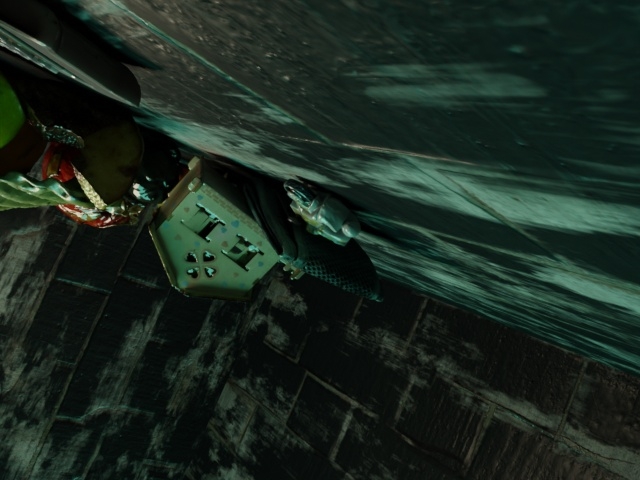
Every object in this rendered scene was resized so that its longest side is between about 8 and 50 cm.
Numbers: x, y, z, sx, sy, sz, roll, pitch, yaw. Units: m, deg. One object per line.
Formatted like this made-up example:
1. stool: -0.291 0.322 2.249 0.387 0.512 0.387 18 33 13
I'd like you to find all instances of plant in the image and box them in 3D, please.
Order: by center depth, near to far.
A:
1. plant: -0.409 -0.170 1.395 0.256 0.164 0.142 37 -177 40

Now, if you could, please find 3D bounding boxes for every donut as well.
1. donut: -0.441 -0.191 1.187 0.295 0.151 0.112 51 145 4

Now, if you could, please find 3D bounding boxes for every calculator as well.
1. calculator: -0.372 -0.258 0.728 0.329 0.048 0.220 25 178 20

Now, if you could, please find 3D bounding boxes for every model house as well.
1. model house: -0.214 0.010 1.338 0.326 0.244 0.169 38 -164 -20

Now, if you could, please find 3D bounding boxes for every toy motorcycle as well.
1. toy motorcycle: 0.013 -0.043 1.144 0.151 0.074 0.229 28 169 20

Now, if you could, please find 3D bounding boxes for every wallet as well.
1. wallet: 0.000 0.000 1.328 0.342 0.075 0.237 28 -155 -45

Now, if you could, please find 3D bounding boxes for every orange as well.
1. orange: -0.778 -0.257 1.398 0.312 0.312 0.312 24 177 1

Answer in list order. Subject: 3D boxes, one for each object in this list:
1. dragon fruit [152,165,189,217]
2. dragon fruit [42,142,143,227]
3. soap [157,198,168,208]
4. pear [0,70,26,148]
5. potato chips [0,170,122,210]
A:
1. dragon fruit: -0.372 -0.085 1.894 0.305 0.226 0.305 21 177 1
2. dragon fruit: -0.601 -0.173 1.669 0.277 0.277 0.342 26 -165 -35
3. soap: -0.266 -0.059 1.569 0.293 0.156 0.335 -3 -170 -23
4. pear: -0.656 -0.262 1.017 0.286 0.176 0.282 39 158 -16
5. potato chips: -0.631 -0.097 1.328 0.373 0.097 0.389 -7 -177 -6
